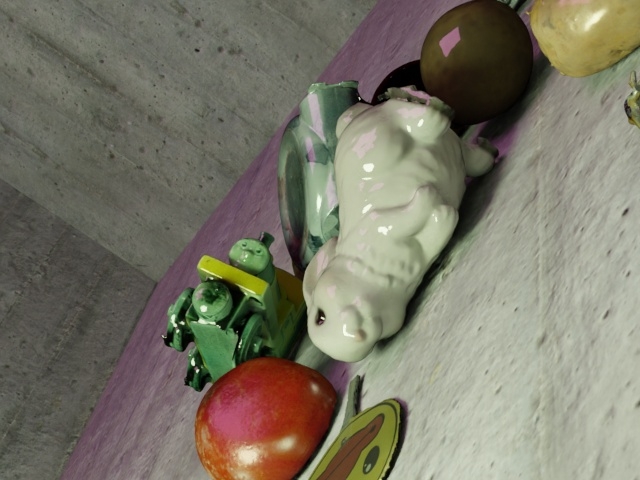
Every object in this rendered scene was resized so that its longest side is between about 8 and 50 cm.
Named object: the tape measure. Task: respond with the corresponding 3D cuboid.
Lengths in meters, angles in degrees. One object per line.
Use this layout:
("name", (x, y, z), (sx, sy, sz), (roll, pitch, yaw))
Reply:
("tape measure", (0.025, -0.076, 1.773), (0.275, 0.147, 0.256), (113, 150, -64))

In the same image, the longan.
("longan", (0.216, -0.241, 1.648), (0.185, 0.159, 0.204), (-69, 1, -46))

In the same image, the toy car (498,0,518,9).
("toy car", (0.289, -0.385, 2.017), (0.205, 0.056, 0.095), (-52, 11, 35))

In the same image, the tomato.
("tomato", (-0.092, 0.243, 1.564), (0.200, 0.139, 0.233), (-57, 11, -22))

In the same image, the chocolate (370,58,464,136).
("chocolate", (0.157, -0.197, 1.822), (0.177, 0.176, 0.177), (-52, 11, 15))

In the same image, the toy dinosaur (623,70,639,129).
("toy dinosaur", (0.333, -0.146, 1.187), (0.180, 0.037, 0.058), (-59, -14, -55))

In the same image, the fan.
("fan", (0.027, 0.256, 1.359), (0.229, 0.011, 0.335), (-51, 12, 24))

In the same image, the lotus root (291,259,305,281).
("lotus root", (0.000, 0.001, 2.069), (0.183, 0.078, 0.203), (-53, 10, 8))

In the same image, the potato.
("potato", (0.327, -0.276, 1.346), (0.161, 0.128, 0.234), (-64, 19, -7))

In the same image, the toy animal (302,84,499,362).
("toy animal", (0.074, -0.015, 1.531), (0.258, 0.194, 0.357), (16, 78, 56))

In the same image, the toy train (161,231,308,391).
("toy train", (-0.115, 0.112, 1.768), (0.237, 0.150, 0.369), (-62, -13, -21))
